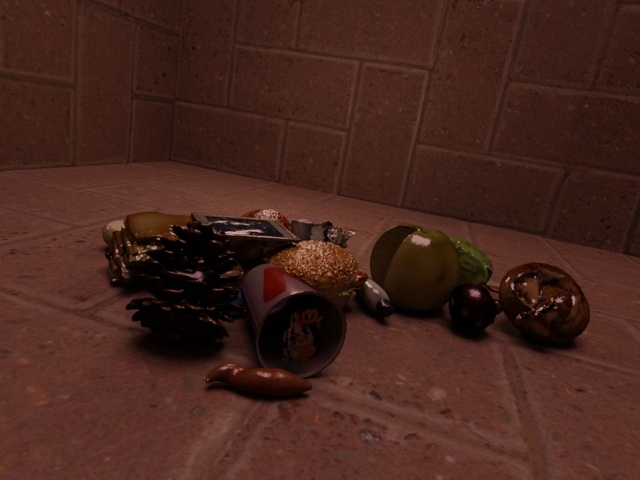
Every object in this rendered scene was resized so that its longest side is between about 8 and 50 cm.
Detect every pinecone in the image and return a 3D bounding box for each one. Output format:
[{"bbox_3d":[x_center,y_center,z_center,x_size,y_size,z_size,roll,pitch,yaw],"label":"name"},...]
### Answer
[{"bbox_3d":[-0.287,0.085,0.967,0.247,0.291,0.246,3,-25,2],"label":"pinecone"}]

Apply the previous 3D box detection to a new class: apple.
[{"bbox_3d":[0.300,0.082,1.382,0.292,0.253,0.292,11,17,-3],"label":"apple"}]

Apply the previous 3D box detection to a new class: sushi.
[{"bbox_3d":[0.009,-0.017,1.854,0.273,0.134,0.109,-3,-15,-8],"label":"sushi"}]

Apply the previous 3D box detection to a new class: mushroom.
[{"bbox_3d":[0.662,0.193,1.299,0.263,0.195,0.283,53,34,13],"label":"mushroom"}]

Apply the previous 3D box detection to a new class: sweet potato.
[{"bbox_3d":[-0.115,0.267,0.826,0.203,0.058,0.055,10,36,-2],"label":"sweet potato"}]

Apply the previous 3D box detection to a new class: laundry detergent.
[{"bbox_3d":[0.158,0.165,1.302,0.070,0.099,0.226,-30,24,-8],"label":"laundry detergent"}]

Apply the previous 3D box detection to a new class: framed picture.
[{"bbox_3d":[-0.222,-0.036,1.267,0.281,0.019,0.209,3,17,-30],"label":"framed picture"}]

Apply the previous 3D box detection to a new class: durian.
[{"bbox_3d":[0.509,0.094,1.619,0.256,0.204,0.340,33,15,24],"label":"durian"}]

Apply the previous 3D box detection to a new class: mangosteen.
[{"bbox_3d":[0.447,0.194,1.249,0.153,0.152,0.152,9,15,-2],"label":"mangosteen"}]

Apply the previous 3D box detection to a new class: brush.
[{"bbox_3d":[0.710,0.213,1.608,0.090,0.017,0.314,7,16,-10],"label":"brush"}]

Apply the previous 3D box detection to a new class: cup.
[{"bbox_3d":[-0.088,0.157,0.993,0.203,0.202,0.288,3,13,-24],"label":"cup"}]

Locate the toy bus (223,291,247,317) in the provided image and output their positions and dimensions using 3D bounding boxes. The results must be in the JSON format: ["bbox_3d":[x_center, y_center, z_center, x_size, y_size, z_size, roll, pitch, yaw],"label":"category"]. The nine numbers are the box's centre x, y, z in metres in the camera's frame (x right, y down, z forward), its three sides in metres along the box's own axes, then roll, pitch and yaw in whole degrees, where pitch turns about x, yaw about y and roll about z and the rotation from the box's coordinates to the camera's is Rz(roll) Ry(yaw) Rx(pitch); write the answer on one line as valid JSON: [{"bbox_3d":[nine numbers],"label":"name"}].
[{"bbox_3d":[-0.183,0.163,1.152,0.153,0.061,0.051,-9,18,-39],"label":"toy bus"}]

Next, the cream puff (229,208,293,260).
[{"bbox_3d":[-0.212,-0.021,1.514,0.240,0.240,0.163,1,60,-29],"label":"cream puff"}]

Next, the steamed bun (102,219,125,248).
[{"bbox_3d":[-0.659,-0.010,1.440,0.130,0.090,0.112,11,19,-3],"label":"steamed bun"}]

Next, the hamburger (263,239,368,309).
[{"bbox_3d":[-0.022,0.094,1.278,0.295,0.178,0.276,3,17,-25],"label":"hamburger"}]

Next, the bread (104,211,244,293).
[{"bbox_3d":[-0.418,0.039,1.227,0.314,0.191,0.370,0,20,-37],"label":"bread"}]

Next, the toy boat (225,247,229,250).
[{"bbox_3d":[-0.371,0.004,1.624,0.069,0.058,0.173,16,16,23],"label":"toy boat"}]
